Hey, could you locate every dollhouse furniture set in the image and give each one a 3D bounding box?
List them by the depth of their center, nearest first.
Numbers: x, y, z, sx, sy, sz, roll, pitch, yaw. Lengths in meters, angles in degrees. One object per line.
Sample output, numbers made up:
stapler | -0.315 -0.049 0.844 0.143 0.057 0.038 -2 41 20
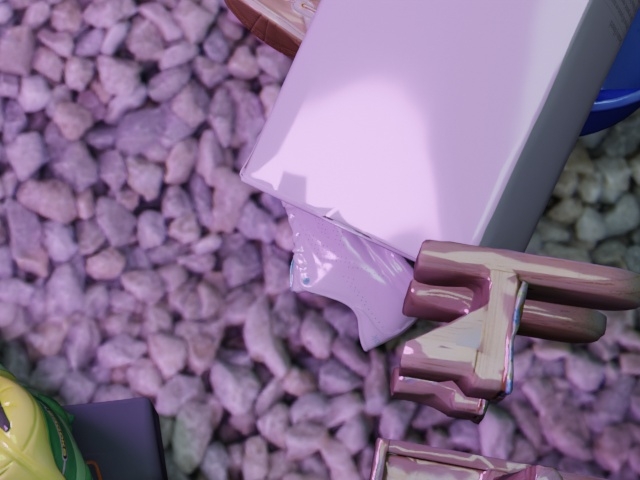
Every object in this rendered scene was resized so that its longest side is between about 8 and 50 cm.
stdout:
dollhouse furniture set | 0.156 0.229 0.950 0.256 0.394 0.362 9 79 2

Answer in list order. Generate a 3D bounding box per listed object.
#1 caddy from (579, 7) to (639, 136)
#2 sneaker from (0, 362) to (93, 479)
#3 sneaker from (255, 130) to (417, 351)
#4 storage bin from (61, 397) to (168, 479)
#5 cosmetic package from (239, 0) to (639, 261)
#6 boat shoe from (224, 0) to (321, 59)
caddy | 0.248 -0.245 1.159 0.341 0.179 0.241 -40 80 -7
sneaker | -0.267 0.143 1.063 0.109 0.295 0.123 -48 122 -9
sneaker | 0.000 0.000 1.168 0.094 0.080 0.212 -41 82 5
storage bin | -0.188 0.182 1.124 0.135 0.098 0.091 -7 68 -1
cosmetic package | 0.116 -0.165 1.017 0.197 0.155 0.366 27 96 21
boat shoe | -0.005 -0.190 1.213 0.170 0.063 0.059 31 78 -3
